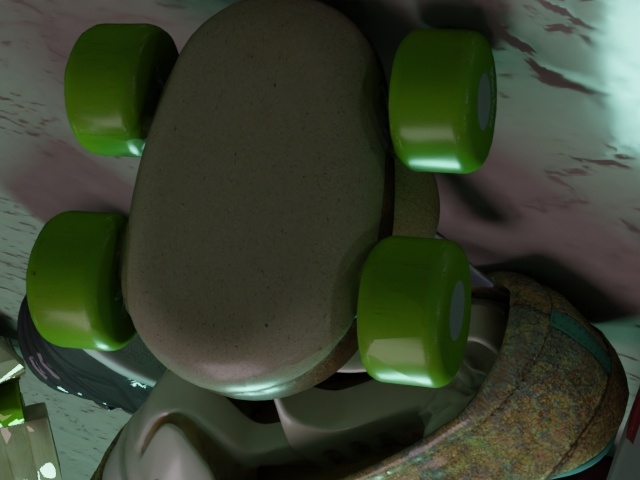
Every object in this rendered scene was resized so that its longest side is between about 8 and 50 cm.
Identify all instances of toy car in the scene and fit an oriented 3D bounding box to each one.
[{"bbox_3d":[0.000,0.000,0.606,0.155,0.149,0.188,4,167,19],"label":"toy car"}]

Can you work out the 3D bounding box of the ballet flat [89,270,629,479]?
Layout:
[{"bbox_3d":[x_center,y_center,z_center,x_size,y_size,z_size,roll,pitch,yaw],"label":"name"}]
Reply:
[{"bbox_3d":[-0.019,0.097,0.772,0.348,0.123,0.123,-20,140,25],"label":"ballet flat"}]

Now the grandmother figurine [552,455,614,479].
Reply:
[{"bbox_3d":[0.103,0.186,0.933,0.104,0.207,0.342,59,166,33],"label":"grandmother figurine"}]

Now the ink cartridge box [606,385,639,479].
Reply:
[{"bbox_3d":[0.201,0.138,0.736,0.127,0.128,0.176,18,161,12],"label":"ink cartridge box"}]

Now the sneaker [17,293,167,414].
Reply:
[{"bbox_3d":[-0.069,0.094,0.978,0.295,0.105,0.147,37,160,-25],"label":"sneaker"}]

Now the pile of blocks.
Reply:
[{"bbox_3d":[-0.346,0.081,1.274,0.362,0.149,0.113,54,-172,-40],"label":"pile of blocks"}]
